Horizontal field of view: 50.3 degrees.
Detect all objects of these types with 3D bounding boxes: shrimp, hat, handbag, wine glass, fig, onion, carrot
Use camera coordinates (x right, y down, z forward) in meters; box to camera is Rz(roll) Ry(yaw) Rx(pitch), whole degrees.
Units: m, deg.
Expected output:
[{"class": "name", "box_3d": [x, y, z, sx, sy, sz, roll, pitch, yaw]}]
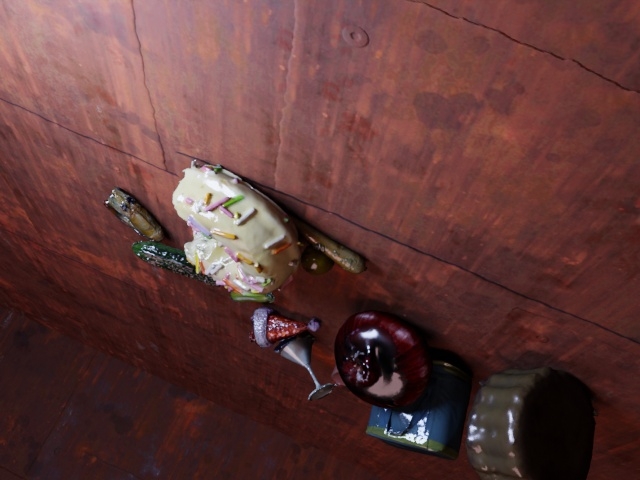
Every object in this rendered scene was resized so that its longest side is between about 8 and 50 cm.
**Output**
[{"class": "shrimp", "box_3d": [-0.519, -0.069, 1.860, 0.173, 0.058, 0.253, 19, 158, 33]}, {"class": "hat", "box_3d": [-0.102, 0.259, 2.065, 0.228, 0.128, 0.140, -5, -174, 19]}, {"class": "handbag", "box_3d": [0.275, 0.461, 1.894, 0.263, 0.240, 0.222, 5, 158, 37]}, {"class": "wine glass", "box_3d": [-0.037, 0.402, 2.128, 0.182, 0.122, 0.122, 60, 170, 30]}, {"class": "fig", "box_3d": [-0.003, 0.047, 1.599, 0.074, 0.073, 0.088, -2, 165, 44]}, {"class": "onion", "box_3d": [0.141, 0.313, 1.741, 0.273, 0.285, 0.272, 10, 109, 31]}, {"class": "carrot", "box_3d": [0.000, 0.000, 1.546, 0.255, 0.049, 0.049, 35, 153, -9]}]

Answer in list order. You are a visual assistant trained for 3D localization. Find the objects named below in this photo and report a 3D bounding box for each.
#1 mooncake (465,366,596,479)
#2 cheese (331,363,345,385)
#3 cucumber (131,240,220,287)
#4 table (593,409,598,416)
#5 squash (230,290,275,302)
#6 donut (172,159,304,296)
[{"class": "mooncake", "box_3d": [0.505, 0.466, 1.653, 0.324, 0.323, 0.187, 39, 151, -26]}, {"class": "cheese", "box_3d": [0.136, 0.373, 2.011, 0.203, 0.128, 0.177, 20, 154, 14]}, {"class": "cucumber", "box_3d": [-0.400, 0.060, 1.920, 0.266, 0.077, 0.077, 20, 156, -17]}, {"class": "table", "box_3d": [0.666, 0.460, 1.781, 0.083, 0.062, 0.079, -6, 140, 46]}, {"class": "squash", "box_3d": [-0.197, 0.156, 1.990, 0.184, 0.052, 0.052, -5, 141, 43]}, {"class": "donut", "box_3d": [-0.192, 0.002, 1.565, 0.308, 0.150, 0.371, 29, 154, 8]}]
